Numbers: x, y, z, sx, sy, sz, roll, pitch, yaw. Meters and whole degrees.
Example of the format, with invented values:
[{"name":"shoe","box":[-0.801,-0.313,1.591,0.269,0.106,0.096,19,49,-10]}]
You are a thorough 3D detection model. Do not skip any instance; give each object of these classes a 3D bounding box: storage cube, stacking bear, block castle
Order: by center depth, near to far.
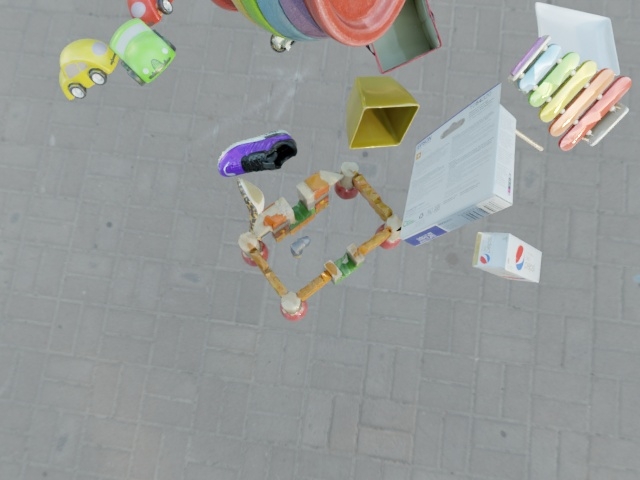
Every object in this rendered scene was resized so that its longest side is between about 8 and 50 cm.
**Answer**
[{"name":"stacking bear","box":[-0.049,-0.335,0.524,0.289,0.175,0.164,30,123,39]},{"name":"block castle","box":[0.000,0.000,1.321,0.453,0.213,0.303,-36,78,-9]},{"name":"storage cube","box":[0.241,-0.642,1.341,0.215,0.193,0.183,-21,107,13]}]

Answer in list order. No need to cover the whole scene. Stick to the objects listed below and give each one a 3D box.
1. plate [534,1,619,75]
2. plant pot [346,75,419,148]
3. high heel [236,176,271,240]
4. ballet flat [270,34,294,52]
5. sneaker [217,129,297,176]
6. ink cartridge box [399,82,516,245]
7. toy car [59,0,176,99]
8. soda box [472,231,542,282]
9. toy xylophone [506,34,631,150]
[{"name":"plate","box":[0.858,-0.676,1.471,0.277,0.045,0.278,11,65,-3]},{"name":"plant pot","box":[0.202,-0.482,1.587,0.212,0.212,0.187,-7,64,-16]},{"name":"high heel","box":[-0.296,-0.117,1.766,0.186,0.093,0.261,-30,101,37]},{"name":"ballet flat","box":[-0.070,-0.480,0.989,0.074,0.203,0.074,-2,95,-23]},{"name":"sneaker","box":[-0.211,-0.288,1.508,0.293,0.102,0.146,-27,48,-12]},{"name":"ink cartridge box","box":[0.348,-0.180,1.109,0.071,0.324,0.330,25,64,-18]},{"name":"toy car","box":[-0.245,-0.259,0.550,0.239,0.053,0.225,-47,46,0]},{"name":"soda box","box":[0.400,0.038,0.918,0.069,0.216,0.074,4,82,42]},{"name":"toy xylophone","box":[0.577,-0.339,1.063,0.323,0.081,0.236,20,119,-16]}]
